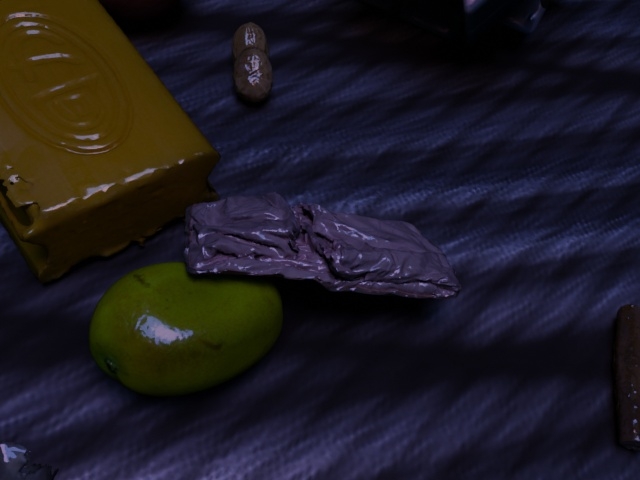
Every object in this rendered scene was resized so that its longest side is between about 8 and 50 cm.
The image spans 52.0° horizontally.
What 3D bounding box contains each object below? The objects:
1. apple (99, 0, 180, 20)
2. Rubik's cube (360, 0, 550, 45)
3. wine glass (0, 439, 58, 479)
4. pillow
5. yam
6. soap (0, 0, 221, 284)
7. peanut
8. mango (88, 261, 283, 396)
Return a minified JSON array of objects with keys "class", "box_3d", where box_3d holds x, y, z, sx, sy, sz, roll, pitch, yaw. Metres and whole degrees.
[{"class":"apple","box_3d":[-0.232,-0.336,0.785,0.153,0.120,0.153,39,17,-14]},{"class":"Rubik's cube","box_3d":[0.196,-0.442,0.830,0.386,0.358,0.369,-7,92,14]},{"class":"wine glass","box_3d":[-0.263,0.217,0.411,0.111,0.111,0.204,24,56,7]},{"class":"pillow","box_3d":[0.000,0.000,0.609,0.248,0.049,0.135,8,23,-14]},{"class":"yam","box_3d":[0.296,0.127,0.624,0.032,0.032,0.145,17,54,2]},{"class":"soap","box_3d":[-0.264,-0.129,0.663,0.204,0.096,0.324,-28,65,-27]},{"class":"peanut","box_3d":[-0.082,-0.213,0.781,0.053,0.054,0.113,-2,60,-12]},{"class":"mango","box_3d":[-0.109,0.071,0.552,0.163,0.089,0.117,-4,42,-14]}]
